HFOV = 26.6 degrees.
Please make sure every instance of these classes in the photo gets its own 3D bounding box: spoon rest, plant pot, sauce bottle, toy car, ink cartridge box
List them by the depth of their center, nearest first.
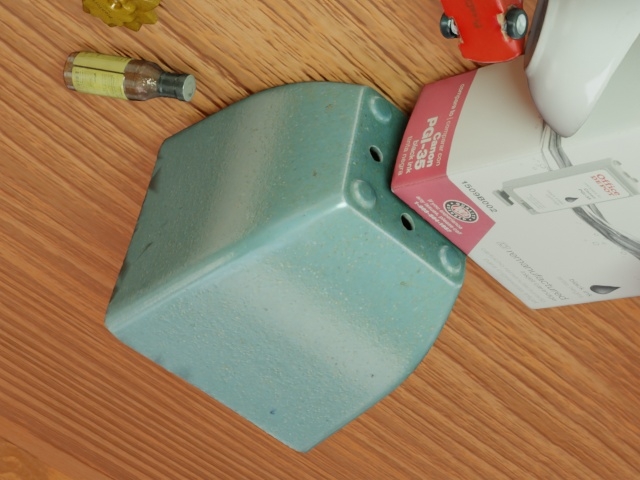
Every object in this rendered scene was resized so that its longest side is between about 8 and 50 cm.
[{"bbox_3d":[0.198,-0.181,0.882,0.084,0.137,0.276,13,140,1],"label":"spoon rest"},{"bbox_3d":[0.095,-0.243,0.882,0.239,0.053,0.225,40,146,-11],"label":"toy car"},{"bbox_3d":[0.232,-0.056,1.075,0.207,0.117,0.283,39,148,-31],"label":"ink cartridge box"},{"bbox_3d":[0.000,0.000,1.233,0.248,0.247,0.252,36,133,-26],"label":"plant pot"},{"bbox_3d":[-0.180,-0.152,1.282,0.128,0.042,0.042,13,152,20],"label":"sauce bottle"}]

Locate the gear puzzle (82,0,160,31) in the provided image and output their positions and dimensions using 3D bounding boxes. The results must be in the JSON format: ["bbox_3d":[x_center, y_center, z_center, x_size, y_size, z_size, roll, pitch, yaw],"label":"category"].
[{"bbox_3d":[-0.185,-0.269,1.069,0.176,0.044,0.339,19,153,5],"label":"gear puzzle"}]
